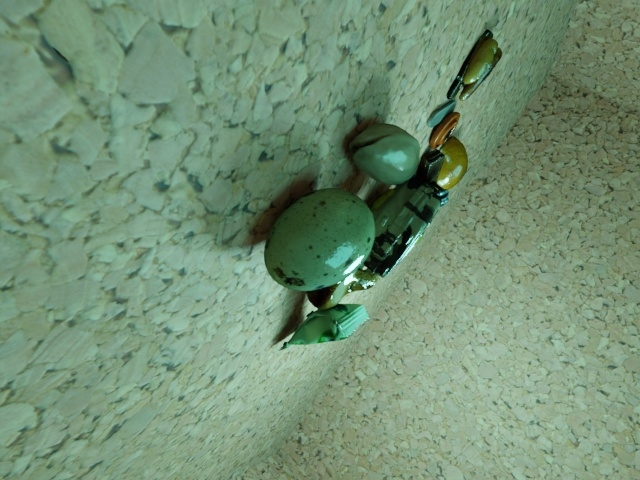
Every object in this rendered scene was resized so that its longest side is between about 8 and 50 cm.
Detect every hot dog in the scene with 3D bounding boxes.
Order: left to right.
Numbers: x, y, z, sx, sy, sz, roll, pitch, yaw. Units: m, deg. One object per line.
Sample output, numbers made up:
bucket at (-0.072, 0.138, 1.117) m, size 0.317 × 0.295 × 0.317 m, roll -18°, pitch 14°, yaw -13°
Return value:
hot dog at (0.709, -0.760, 1.881) m, size 0.194 × 0.107 × 0.326 m, roll -16°, pitch 137°, yaw -58°

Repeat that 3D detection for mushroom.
mushroom at (0.070, 0.141, 1.772) m, size 0.345 × 0.239 × 0.345 m, roll -20°, pitch 118°, yaw -42°

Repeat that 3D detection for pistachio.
pistachio at (0.222, -0.299, 1.454) m, size 0.226 × 0.207 × 0.332 m, roll -15°, pitch 171°, yaw 31°

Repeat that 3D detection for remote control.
remote control at (0.562, -0.586, 1.945) m, size 0.245 × 0.022 × 0.077 m, roll -38°, pitch 151°, yaw -37°

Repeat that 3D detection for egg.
egg at (0.000, 0.000, 1.290) m, size 0.379 × 0.288 × 0.287 m, roll -45°, pitch 156°, yaw -22°

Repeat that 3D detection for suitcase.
suitcase at (0.296, -0.064, 1.599) m, size 0.339 × 0.194 × 0.351 m, roll -44°, pitch 167°, yaw -43°

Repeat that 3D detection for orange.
orange at (0.705, -0.425, 2.383) m, size 0.274 × 0.274 × 0.310 m, roll -11°, pitch 101°, yaw -60°

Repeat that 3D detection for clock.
clock at (0.609, -0.532, 2.050) m, size 0.205 × 0.051 × 0.205 m, roll -44°, pitch 163°, yaw -18°

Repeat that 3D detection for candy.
candy at (0.002, 0.399, 1.917) m, size 0.398 × 0.172 × 0.263 m, roll -31°, pitch 169°, yaw 34°

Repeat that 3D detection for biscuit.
biscuit at (0.559, -0.313, 2.243) m, size 0.107 × 0.073 × 0.388 m, roll -29°, pitch 149°, yaw -19°

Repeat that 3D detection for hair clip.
hair clip at (0.490, -0.203, 2.087) m, size 0.310 × 0.194 × 0.206 m, roll 5°, pitch 128°, yaw -44°

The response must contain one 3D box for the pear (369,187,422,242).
pear at (0.350, -0.094, 1.879) m, size 0.283 × 0.284 × 0.283 m, roll -44°, pitch 156°, yaw -26°
